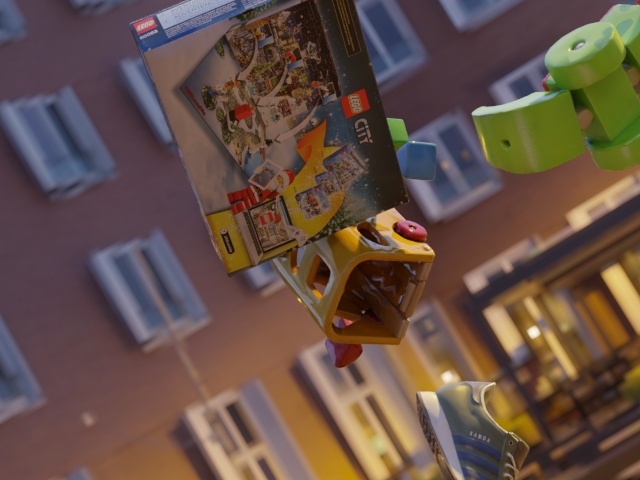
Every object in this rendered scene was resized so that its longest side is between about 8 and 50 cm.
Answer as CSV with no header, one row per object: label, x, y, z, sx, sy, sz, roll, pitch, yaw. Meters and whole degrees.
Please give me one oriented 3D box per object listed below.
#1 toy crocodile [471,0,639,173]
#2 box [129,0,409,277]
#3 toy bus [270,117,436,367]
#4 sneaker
toy crocodile,0.275,-0.167,1.570,0.340,0.115,0.105,-41,27,-17
box,-0.034,-0.094,1.412,0.159,0.044,0.233,-23,-48,-6
toy bus,0.007,0.001,1.565,0.104,0.191,0.202,4,-17,-32
sneaker,0.160,0.214,1.741,0.086,0.192,0.064,-17,-29,-8
